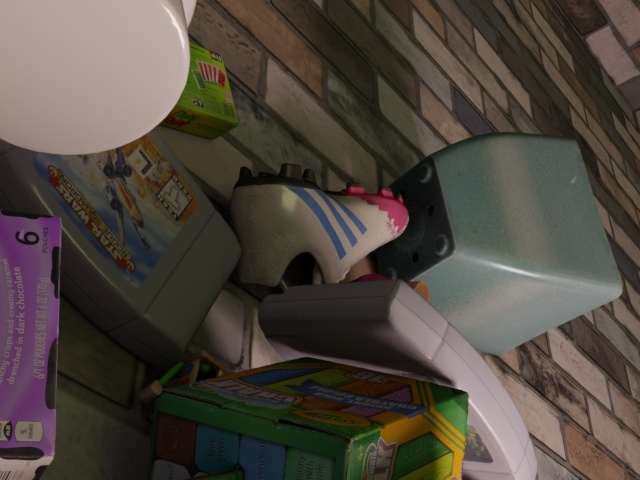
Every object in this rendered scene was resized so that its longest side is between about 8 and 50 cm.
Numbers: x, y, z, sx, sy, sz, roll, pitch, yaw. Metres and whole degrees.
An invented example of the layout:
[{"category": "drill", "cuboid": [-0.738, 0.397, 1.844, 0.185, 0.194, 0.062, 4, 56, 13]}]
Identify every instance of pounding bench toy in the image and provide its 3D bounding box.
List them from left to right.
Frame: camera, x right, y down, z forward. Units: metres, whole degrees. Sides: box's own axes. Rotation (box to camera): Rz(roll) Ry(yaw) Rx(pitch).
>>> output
[{"category": "pounding bench toy", "cuboid": [-0.119, 0.130, 0.856, 0.083, 0.052, 0.065, 45, 34, -31]}]

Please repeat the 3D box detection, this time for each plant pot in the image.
[{"category": "plant pot", "cuboid": [0.209, -0.002, 1.321, 0.252, 0.248, 0.247, 8, 60, -36]}]

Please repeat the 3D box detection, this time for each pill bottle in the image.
[{"category": "pill bottle", "cuboid": [-0.208, -0.249, 0.783, 0.204, 0.204, 0.361, 36, 28, -41]}]

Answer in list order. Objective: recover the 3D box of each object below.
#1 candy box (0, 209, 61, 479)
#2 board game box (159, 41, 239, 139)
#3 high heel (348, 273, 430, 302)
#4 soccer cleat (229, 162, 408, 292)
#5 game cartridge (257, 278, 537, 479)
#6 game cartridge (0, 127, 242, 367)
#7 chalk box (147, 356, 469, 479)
[{"category": "candy box", "cuboid": [-0.262, 0.059, 0.577, 0.196, 0.070, 0.164, 7, 58, -24]}, {"category": "board game box", "cuboid": [-0.167, -0.172, 1.021, 0.181, 0.043, 0.092, 10, 59, -56]}, {"category": "high heel", "cuboid": [0.031, 0.135, 1.121, 0.082, 0.117, 0.244, 52, 52, -36]}, {"category": "soccer cleat", "cuboid": [0.000, 0.000, 1.121, 0.331, 0.116, 0.143, 7, 84, -59]}, {"category": "game cartridge", "cuboid": [0.088, 0.154, 0.950, 0.294, 0.196, 0.060, 52, 47, -29]}, {"category": "game cartridge", "cuboid": [-0.195, -0.040, 0.867, 0.297, 0.062, 0.198, 54, 27, -19]}, {"category": "chalk box", "cuboid": [-0.021, 0.210, 0.769, 0.289, 0.179, 0.180, -4, 100, -60]}]
